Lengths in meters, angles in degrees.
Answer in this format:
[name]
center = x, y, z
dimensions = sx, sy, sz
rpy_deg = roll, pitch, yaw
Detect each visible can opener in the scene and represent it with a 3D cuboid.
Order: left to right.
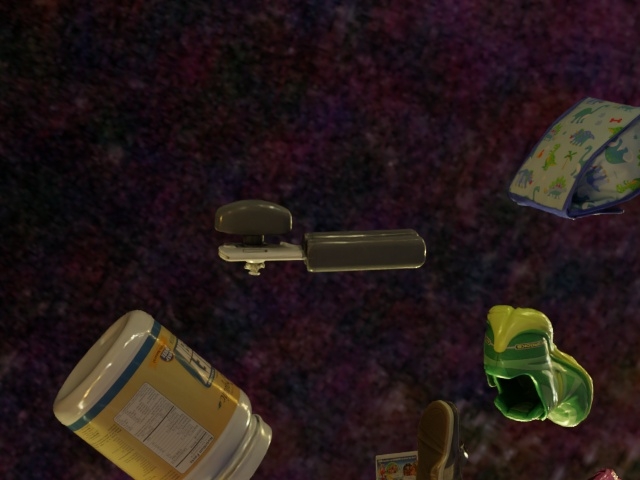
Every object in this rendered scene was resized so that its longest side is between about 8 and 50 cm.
[can opener]
center = 0.000, 0.000, 1.530
dimensions = 0.280, 0.074, 0.093
rpy_deg = 2, 105, -8

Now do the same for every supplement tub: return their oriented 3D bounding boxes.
[supplement tub]
center = -0.165, 0.186, 1.230
dimensions = 0.199, 0.144, 0.144
rpy_deg = 41, 75, -14

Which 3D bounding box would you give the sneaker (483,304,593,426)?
[sneaker]
center = 0.278, 0.189, 1.548
dimensions = 0.295, 0.109, 0.123
rpy_deg = 46, 61, -48

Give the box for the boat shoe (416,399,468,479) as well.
[boat shoe]
center = 0.140, 0.241, 1.307
dimensions = 0.049, 0.056, 0.152
rpy_deg = -11, 125, -26

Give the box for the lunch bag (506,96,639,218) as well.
[lunch bag]
center = 0.300, -0.083, 1.308
dimensions = 0.151, 0.129, 0.096
rpy_deg = -36, 111, -11

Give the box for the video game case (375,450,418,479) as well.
[video game case]
center = 0.113, 0.355, 1.595
dimensions = 0.011, 0.087, 0.122
rpy_deg = 14, 68, -43

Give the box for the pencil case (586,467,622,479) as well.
[pencil case]
center = 0.333, 0.341, 1.195
dimensions = 0.098, 0.209, 0.095
rpy_deg = -44, 170, 17
